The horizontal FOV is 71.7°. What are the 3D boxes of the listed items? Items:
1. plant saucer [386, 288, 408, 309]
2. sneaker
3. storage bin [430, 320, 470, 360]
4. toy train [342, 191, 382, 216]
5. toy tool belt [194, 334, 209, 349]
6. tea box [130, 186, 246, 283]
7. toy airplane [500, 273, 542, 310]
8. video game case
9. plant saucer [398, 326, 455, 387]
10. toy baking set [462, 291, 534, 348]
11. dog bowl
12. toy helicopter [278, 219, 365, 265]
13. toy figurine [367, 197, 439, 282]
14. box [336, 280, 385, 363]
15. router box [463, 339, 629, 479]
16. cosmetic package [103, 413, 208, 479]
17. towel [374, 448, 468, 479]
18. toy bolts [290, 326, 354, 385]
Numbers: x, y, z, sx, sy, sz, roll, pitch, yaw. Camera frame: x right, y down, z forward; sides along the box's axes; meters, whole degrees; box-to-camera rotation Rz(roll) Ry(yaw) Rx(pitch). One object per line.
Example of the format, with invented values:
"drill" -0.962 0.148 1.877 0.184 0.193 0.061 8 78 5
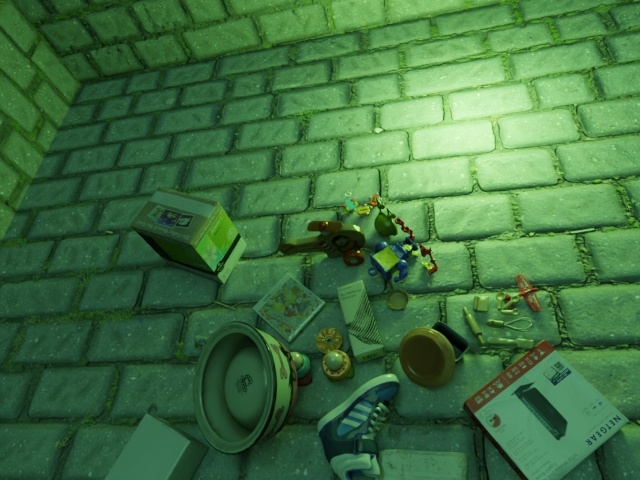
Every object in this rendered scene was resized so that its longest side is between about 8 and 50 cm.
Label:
"plant saucer" 0.290 0.224 1.666 0.083 0.015 0.084 -7 57 11
"sneaker" 0.159 0.597 1.372 0.322 0.130 0.236 -35 45 -1
"storage bin" 0.425 0.358 1.494 0.098 0.091 0.135 -44 56 -14
"toy train" 0.180 -0.156 1.931 0.166 0.046 0.125 10 60 18
"toy tool belt" -0.463 0.407 1.746 0.083 0.052 0.051 8 91 24
"tea box" -0.546 -0.020 1.876 0.328 0.324 0.220 16 63 23
"toy airplane" 0.707 0.194 1.559 0.151 0.028 0.151 -8 54 11
"video game case" -0.126 0.262 1.753 0.227 0.026 0.206 35 72 31
"plant saucer" 0.343 0.389 1.461 0.199 0.037 0.200 -1 89 39
"toy baking set" 0.598 0.270 1.494 0.196 0.030 0.256 -26 40 17
"dog bowl" -0.246 0.483 1.479 0.407 0.150 0.409 -14 69 38
"toy helicopter" 0.000 0.000 1.761 0.354 0.235 0.140 -7 56 11
"toy figurine" 0.250 0.038 1.703 0.217 0.191 0.363 -38 54 -4
"box" 0.144 0.294 1.613 0.113 0.094 0.275 -19 55 3
"router box" 0.660 0.519 1.326 0.335 0.082 0.301 -35 55 -8
"cosmetic package" -0.575 0.803 1.450 0.217 0.156 0.385 20 64 26
"towel" 0.297 0.726 1.316 0.281 0.049 0.187 -3 59 14
"toy bolts" -0.016 0.398 1.551 0.228 0.159 0.219 -16 55 5
